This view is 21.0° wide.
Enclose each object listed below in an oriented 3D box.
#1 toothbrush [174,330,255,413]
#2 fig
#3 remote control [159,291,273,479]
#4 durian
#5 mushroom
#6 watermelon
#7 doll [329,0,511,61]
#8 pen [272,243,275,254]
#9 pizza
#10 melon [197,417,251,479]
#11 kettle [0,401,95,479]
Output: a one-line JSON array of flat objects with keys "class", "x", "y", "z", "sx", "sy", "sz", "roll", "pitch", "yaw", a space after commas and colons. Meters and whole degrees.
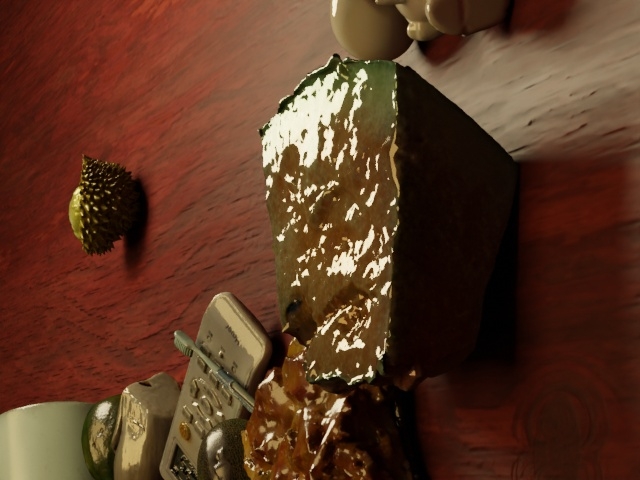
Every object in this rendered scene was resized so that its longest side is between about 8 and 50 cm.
[{"class": "toothbrush", "x": -0.104, "y": 0.167, "z": 1.977, "sx": 0.219, "sy": 0.016, "sz": 0.019, "roll": 38, "pitch": 126, "yaw": 38}, {"class": "fig", "x": -0.275, "y": 0.298, "z": 2.353, "sx": 0.117, "sy": 0.117, "sz": 0.177, "roll": 139, "pitch": 140, "yaw": -60}, {"class": "remote control", "x": -0.120, "y": 0.204, "z": 2.074, "sx": 0.109, "sy": 0.055, "sz": 0.313, "roll": 49, "pitch": 136, "yaw": 33}, {"class": "durian", "x": -0.317, "y": -0.046, "z": 2.599, "sx": 0.208, "sy": 0.102, "sz": 0.146, "roll": 62, "pitch": -145, "yaw": -87}, {"class": "mushroom", "x": -0.227, "y": 0.298, "z": 2.265, "sx": 0.108, "sy": 0.096, "sz": 0.247, "roll": 6, "pitch": 91, "yaw": 64}, {"class": "watermelon", "x": 0.058, "y": -0.001, "z": 1.544, "sx": 0.264, "sy": 0.151, "sz": 0.302, "roll": -24, "pitch": 64, "yaw": 59}, {"class": "doll", "x": 0.076, "y": -0.271, "z": 1.611, "sx": 0.271, "sy": 0.144, "sz": 0.208, "roll": 165, "pitch": 89, "yaw": -71}, {"class": "pen", "x": 0.000, "y": 0.000, "z": 1.853, "sx": 0.040, "sy": 0.032, "sz": 0.233, "roll": -64, "pitch": 19, "yaw": -13}, {"class": "pizza", "x": 0.008, "y": 0.222, "z": 1.681, "sx": 0.409, "sy": 0.114, "sz": 0.278, "roll": -141, "pitch": 54, "yaw": -62}, {"class": "melon", "x": -0.082, "y": 0.270, "z": 1.897, "sx": 0.099, "sy": 0.099, "sz": 0.162, "roll": -63, "pitch": 38, "yaw": 44}, {"class": "kettle", "x": -0.373, "y": 0.420, "z": 2.469, "sx": 0.265, "sy": 0.205, "sz": 0.318, "roll": 132, "pitch": 136, "yaw": -52}]
